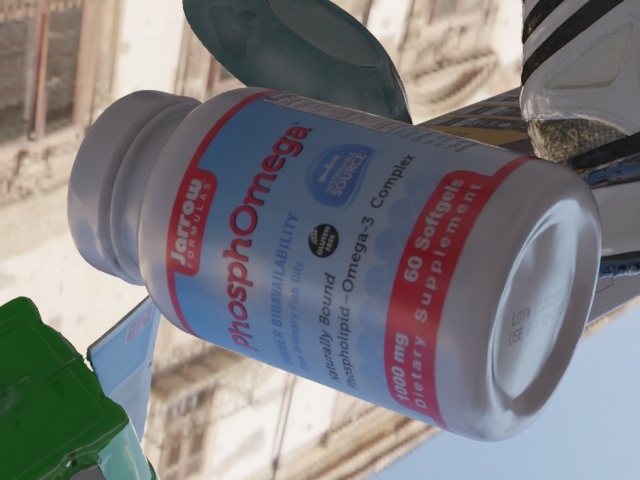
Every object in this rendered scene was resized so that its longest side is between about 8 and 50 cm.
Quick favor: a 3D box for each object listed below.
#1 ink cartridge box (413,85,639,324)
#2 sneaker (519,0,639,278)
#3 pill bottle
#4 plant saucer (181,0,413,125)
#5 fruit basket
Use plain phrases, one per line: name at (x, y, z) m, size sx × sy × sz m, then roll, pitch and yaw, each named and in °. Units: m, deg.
ink cartridge box at (0.156, -0.040, 1.130) m, size 0.309 × 0.130 × 0.272 m, roll -23°, pitch -158°, yaw -38°
sneaker at (0.302, -0.138, 0.675) m, size 0.447 × 0.257 × 0.169 m, roll -10°, pitch 177°, yaw 20°
pill bottle at (0.000, 0.000, 0.448) m, size 0.160 × 0.087 × 0.087 m, roll 17°, pitch -152°, yaw 30°
plant saucer at (-0.006, -0.142, 1.016) m, size 0.195 × 0.037 × 0.195 m, roll 26°, pitch -152°, yaw -15°
fruit basket at (-0.230, 0.208, 0.909) m, size 0.327 × 0.353 × 0.165 m, roll -33°, pitch -116°, yaw -31°
